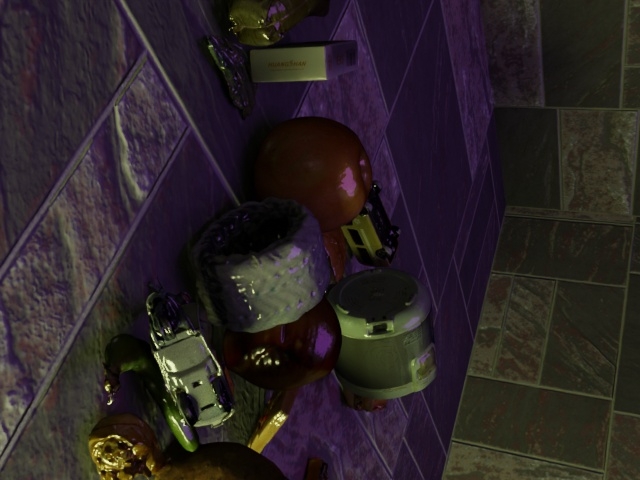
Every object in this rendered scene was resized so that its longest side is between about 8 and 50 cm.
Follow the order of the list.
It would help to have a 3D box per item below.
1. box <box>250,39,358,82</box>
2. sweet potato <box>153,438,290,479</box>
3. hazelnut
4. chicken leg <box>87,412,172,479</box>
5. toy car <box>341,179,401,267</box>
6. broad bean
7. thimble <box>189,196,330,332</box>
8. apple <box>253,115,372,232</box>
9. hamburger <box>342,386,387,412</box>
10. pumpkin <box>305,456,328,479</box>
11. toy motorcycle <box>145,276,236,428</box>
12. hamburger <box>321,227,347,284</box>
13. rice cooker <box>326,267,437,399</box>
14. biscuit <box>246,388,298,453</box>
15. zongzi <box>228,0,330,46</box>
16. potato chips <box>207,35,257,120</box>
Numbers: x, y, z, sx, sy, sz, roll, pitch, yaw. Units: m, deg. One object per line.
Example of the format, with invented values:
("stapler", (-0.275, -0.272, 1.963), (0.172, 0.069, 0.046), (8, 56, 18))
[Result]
("box", (-0.026, -0.352, 1.407), (0.233, 0.149, 0.067), (-45, 132, -65))
("sweet potato", (-0.126, 0.394, 1.173), (0.131, 0.336, 0.131), (10, 77, -51))
("hazelnut", (-0.069, 0.177, 1.382), (0.229, 0.229, 0.230), (6, 90, -66))
("chicken leg", (-0.282, 0.335, 1.113), (0.207, 0.085, 0.101), (68, 4, -57))
("toy car", (0.116, -0.046, 1.870), (0.257, 0.124, 0.101), (62, 40, -37))
("broad bean", (-0.264, 0.227, 1.114), (0.292, 0.049, 0.144), (63, 8, -55))
("thimble", (-0.105, 0.039, 1.288), (0.245, 0.217, 0.157), (-35, 126, -32))
("apple", (-0.005, -0.130, 1.444), (0.253, 0.253, 0.254), (6, 90, -66))
("hamburger", (0.141, 0.384, 2.037), (0.213, 0.108, 0.214), (-27, 121, -60))
("pumpkin", (-0.005, 0.597, 1.833), (0.074, 0.053, 0.083), (57, 39, -61))
("toy motorcycle", (-0.207, 0.178, 1.135), (0.157, 0.090, 0.263), (-111, -178, -65))
("hamburger", (0.000, 0.000, 1.601), (0.208, 0.135, 0.155), (-51, 142, -54))
("rice cooker", (0.157, 0.238, 1.828), (0.288, 0.288, 0.277), (-53, 140, -49))
("biscuit", (-0.095, 0.349, 1.468), (0.212, 0.041, 0.239), (-58, 180, -17))
("zongzi", (-0.057, -0.432, 1.373), (0.300, 0.145, 0.274), (61, 45, -62))
("potato chips", (-0.156, -0.309, 1.308), (0.207, 0.028, 0.092), (63, 39, -54))
